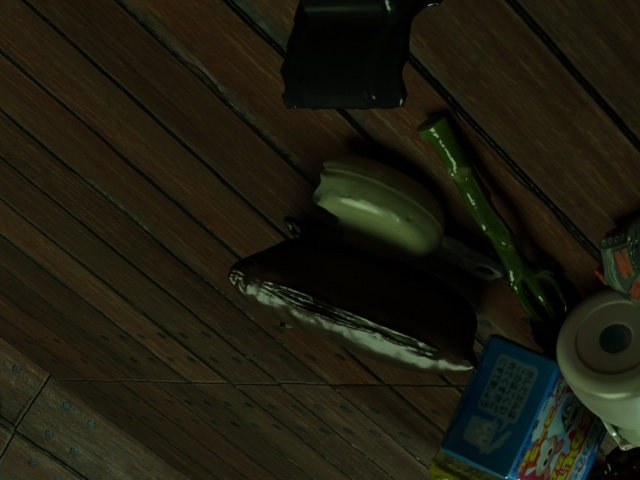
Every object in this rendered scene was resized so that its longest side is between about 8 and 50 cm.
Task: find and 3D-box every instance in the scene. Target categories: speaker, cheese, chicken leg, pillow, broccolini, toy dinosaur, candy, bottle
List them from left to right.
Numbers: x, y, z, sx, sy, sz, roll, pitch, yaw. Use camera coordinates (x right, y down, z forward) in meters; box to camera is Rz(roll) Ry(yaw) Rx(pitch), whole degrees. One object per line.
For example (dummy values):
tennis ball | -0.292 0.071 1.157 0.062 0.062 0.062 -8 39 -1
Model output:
speaker | -0.034 -0.301 0.972 0.180 0.184 0.388 4 144 44
toy dinosaur | -0.001 0.000 1.705 0.119 0.029 0.060 15 143 33
pillow | 0.059 0.073 1.550 0.307 0.108 0.305 21 -172 7
cheese | 0.113 -0.019 1.481 0.248 0.071 0.163 20 159 5
broccolini | 0.210 -0.005 1.440 0.074 0.079 0.392 3 137 45
candy | 0.274 0.233 1.574 0.100 0.157 0.306 22 175 30
chicken leg | 0.430 0.328 1.698 0.407 0.158 0.096 -35 74 62
bottle | 0.386 0.170 1.470 0.147 0.148 0.236 9 154 38

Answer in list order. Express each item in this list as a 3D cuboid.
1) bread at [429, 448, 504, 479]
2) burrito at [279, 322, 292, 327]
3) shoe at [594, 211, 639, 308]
bread | 0.350 0.455 2.027 0.333 0.143 0.324 26 156 21
burrito | 0.013 0.114 1.872 0.229 0.058 0.063 4 150 48
shoe | 0.333 0.007 1.302 0.077 0.074 0.194 26 158 20
